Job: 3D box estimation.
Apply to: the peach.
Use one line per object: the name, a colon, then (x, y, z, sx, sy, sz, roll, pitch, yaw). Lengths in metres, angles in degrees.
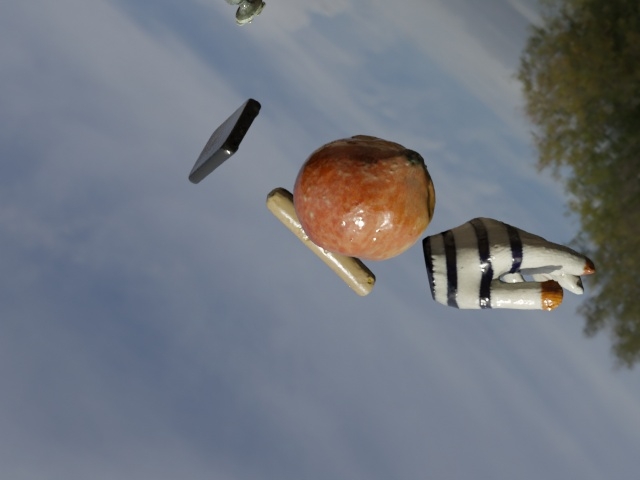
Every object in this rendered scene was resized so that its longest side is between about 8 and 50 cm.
peach: (0.078, -0.075, 1.481, 0.232, 0.232, 0.232, 35, -158, -17)

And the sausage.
sausage: (0.001, 0.000, 2.033, 0.301, 0.066, 0.066, 42, -160, -18)

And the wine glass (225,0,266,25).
wine glass: (-0.173, -0.469, 1.769, 0.155, 0.072, 0.072, 42, -164, -42)

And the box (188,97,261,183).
box: (-0.149, -0.151, 1.498, 0.027, 0.125, 0.126, 38, -132, -17)

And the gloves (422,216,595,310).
gloves: (0.255, 0.029, 1.310, 0.140, 0.219, 0.131, -36, -65, -81)
